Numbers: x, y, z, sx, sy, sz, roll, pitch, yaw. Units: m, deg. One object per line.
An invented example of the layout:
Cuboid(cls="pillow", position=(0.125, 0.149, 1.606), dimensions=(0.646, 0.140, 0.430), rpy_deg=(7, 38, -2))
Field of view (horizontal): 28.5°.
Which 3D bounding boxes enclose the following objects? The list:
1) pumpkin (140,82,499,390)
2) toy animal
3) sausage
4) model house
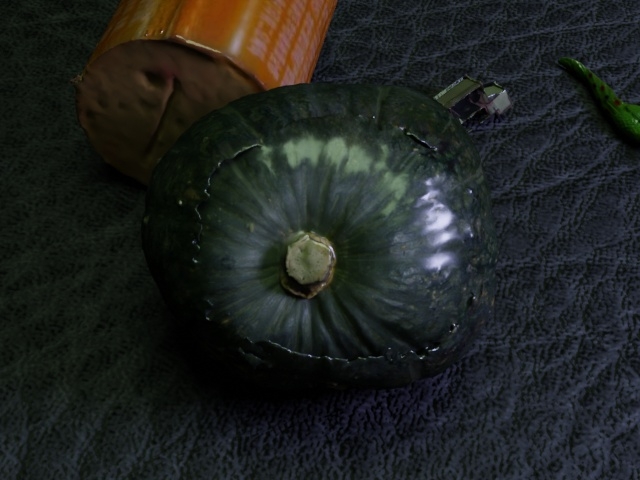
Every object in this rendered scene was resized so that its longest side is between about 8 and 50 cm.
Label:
Cuboid(cls="pumpkin", position=(0.000, 0.000, 1.167), dimensions=(0.327, 0.292, 0.257), rpy_deg=(-10, 8, 2))
Cuboid(cls="toy animal", position=(0.371, -0.165, 1.510), dimensions=(0.075, 0.041, 0.217), rpy_deg=(-16, 46, -18))
Cuboid(cls="sausage", position=(-0.113, -0.217, 1.382), dimensions=(0.233, 0.233, 0.287), rpy_deg=(12, 49, 5))
Cuboid(cls="model house", position=(0.174, -0.164, 1.484), dimensions=(0.083, 0.057, 0.058), rpy_deg=(-38, 32, -11))
